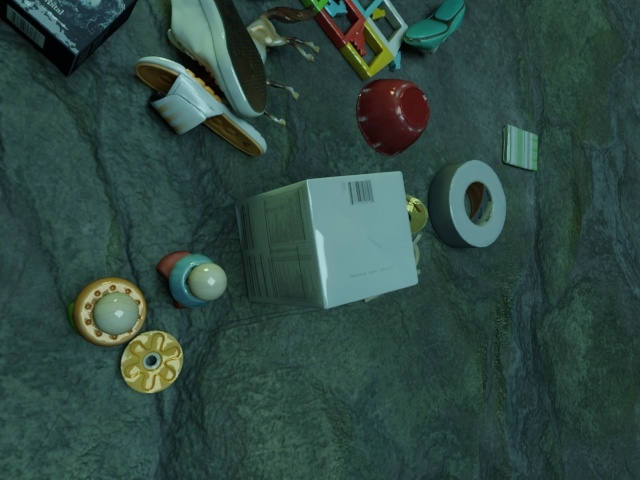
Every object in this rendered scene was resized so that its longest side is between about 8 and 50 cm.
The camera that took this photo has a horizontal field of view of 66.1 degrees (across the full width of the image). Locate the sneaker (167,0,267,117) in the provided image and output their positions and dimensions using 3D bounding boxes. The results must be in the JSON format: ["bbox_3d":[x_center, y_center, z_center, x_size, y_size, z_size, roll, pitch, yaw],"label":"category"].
[{"bbox_3d":[-0.187,-0.332,0.861,0.105,0.123,0.290,-14,81,-61],"label":"sneaker"}]

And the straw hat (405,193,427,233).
[{"bbox_3d":[0.172,-0.040,1.116,0.144,0.144,0.061,-34,146,-30],"label":"straw hat"}]

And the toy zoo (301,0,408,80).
[{"bbox_3d":[0.090,-0.502,1.112,0.293,0.030,0.192,46,64,-23],"label":"toy zoo"}]

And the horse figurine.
[{"bbox_3d":[-0.106,-0.345,0.939,0.174,0.066,0.264,25,82,-8],"label":"horse figurine"}]

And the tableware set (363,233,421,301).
[{"bbox_3d":[0.161,0.051,1.120,0.194,0.039,0.128,-23,100,-33],"label":"tableware set"}]

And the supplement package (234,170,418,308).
[{"bbox_3d":[0.000,0.000,0.880,0.199,0.262,0.198,-10,92,-34],"label":"supplement package"}]

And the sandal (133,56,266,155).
[{"bbox_3d":[-0.207,-0.209,0.853,0.265,0.101,0.076,34,66,-29],"label":"sandal"}]

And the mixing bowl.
[{"bbox_3d":[0.182,-0.291,1.121,0.181,0.098,0.182,2,87,-33],"label":"mixing bowl"}]

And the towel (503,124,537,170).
[{"bbox_3d":[0.584,-0.267,1.438,0.151,0.023,0.113,6,86,-36],"label":"towel"}]

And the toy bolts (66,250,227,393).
[{"bbox_3d":[-0.240,0.122,0.775,0.228,0.158,0.218,-37,107,-30],"label":"toy bolts"}]

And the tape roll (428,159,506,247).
[{"bbox_3d":[0.376,-0.090,1.254,0.219,0.072,0.220,2,87,-34],"label":"tape roll"}]

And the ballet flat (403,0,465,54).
[{"bbox_3d":[0.283,-0.509,1.209,0.247,0.083,0.087,-47,151,-31],"label":"ballet flat"}]

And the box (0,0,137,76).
[{"bbox_3d":[-0.391,-0.371,0.746,0.156,0.093,0.158,42,65,-24],"label":"box"}]
